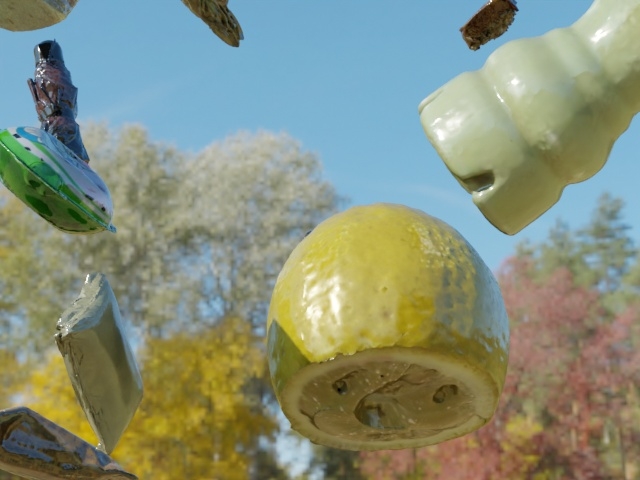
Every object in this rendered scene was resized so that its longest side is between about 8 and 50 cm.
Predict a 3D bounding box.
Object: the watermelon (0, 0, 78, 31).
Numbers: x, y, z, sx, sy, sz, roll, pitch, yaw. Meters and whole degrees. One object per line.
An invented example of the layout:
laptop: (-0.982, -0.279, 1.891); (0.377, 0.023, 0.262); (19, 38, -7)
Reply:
watermelon: (-0.472, -0.439, 1.739); (0.228, 0.258, 0.387); (-36, -5, 21)

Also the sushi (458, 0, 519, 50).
sushi: (0.244, -0.313, 1.606); (0.055, 0.052, 0.120); (43, -47, -6)

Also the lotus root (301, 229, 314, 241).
lotus root: (-0.001, 0.000, 2.061); (0.083, 0.037, 0.030); (6, -3, -36)

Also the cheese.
cheese: (-0.338, -0.078, 1.437); (0.204, 0.083, 0.320); (41, -1, -6)

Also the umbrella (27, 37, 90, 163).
umbrella: (-0.485, -0.240, 2.051); (0.090, 0.326, 0.094); (-14, -27, -3)

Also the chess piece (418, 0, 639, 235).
chess piece: (0.322, -0.195, 1.159); (0.442, 0.234, 0.234); (-36, -26, 11)

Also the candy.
candy: (-0.449, 0.367, 1.896); (0.271, 0.101, 0.143); (27, -29, -18)

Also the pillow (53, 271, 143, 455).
pillow: (-0.269, 0.151, 1.376); (0.053, 0.119, 0.208); (2, -57, 22)

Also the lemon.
lemon: (0.094, 0.107, 1.591); (0.364, 0.364, 0.364); (-1, -16, 0)

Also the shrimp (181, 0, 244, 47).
shrimp: (-0.177, -0.377, 1.711); (0.169, 0.058, 0.296); (40, -1, 43)
